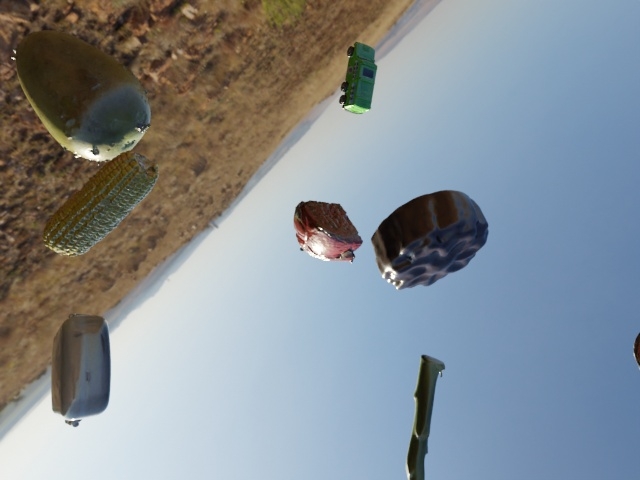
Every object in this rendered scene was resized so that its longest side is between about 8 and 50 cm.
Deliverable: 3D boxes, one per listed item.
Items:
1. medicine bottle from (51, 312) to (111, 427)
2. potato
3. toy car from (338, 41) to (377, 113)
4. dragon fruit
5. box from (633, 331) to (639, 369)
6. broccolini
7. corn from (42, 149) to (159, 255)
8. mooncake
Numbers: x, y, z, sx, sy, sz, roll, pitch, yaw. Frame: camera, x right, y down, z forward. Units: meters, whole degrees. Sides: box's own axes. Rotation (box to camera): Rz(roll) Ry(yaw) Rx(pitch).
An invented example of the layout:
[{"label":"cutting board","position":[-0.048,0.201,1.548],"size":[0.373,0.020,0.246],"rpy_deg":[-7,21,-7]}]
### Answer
[{"label":"medicine bottle","position":[-0.650,0.346,1.132],"size":[0.122,0.283,0.375],"rpy_deg":[0,163,-35]},{"label":"potato","position":[-0.621,-0.395,1.111],"size":[0.269,0.359,0.219],"rpy_deg":[-38,-177,-17]},{"label":"toy car","position":[0.098,-0.397,1.029],"size":[0.062,0.071,0.165],"rpy_deg":[19,-77,54]},{"label":"dragon fruit","position":[0.001,0.001,0.926],"size":[0.121,0.127,0.161],"rpy_deg":[67,-33,36]},{"label":"box","position":[0.671,0.234,0.756],"size":[0.151,0.135,0.151],"rpy_deg":[-32,-150,21]},{"label":"broccolini","position":[0.170,0.380,0.652],"size":[0.079,0.073,0.393],"rpy_deg":[-36,132,-88]},{"label":"corn","position":[-0.348,-0.053,0.659],"size":[0.238,0.080,0.080],"rpy_deg":[-37,-166,18]},{"label":"mooncake","position":[0.268,0.010,1.024],"size":[0.283,0.283,0.141],"rpy_deg":[-39,-124,30]}]
